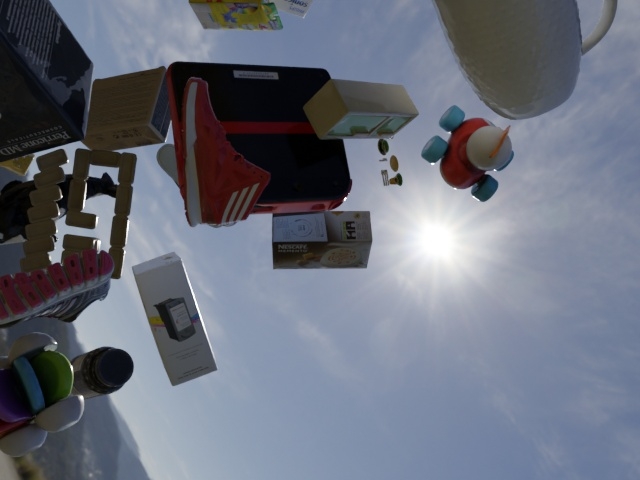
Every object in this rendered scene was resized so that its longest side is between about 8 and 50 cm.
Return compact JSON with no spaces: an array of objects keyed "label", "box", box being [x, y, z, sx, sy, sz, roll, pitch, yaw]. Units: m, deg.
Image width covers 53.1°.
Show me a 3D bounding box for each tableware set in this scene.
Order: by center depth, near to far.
[{"label":"tableware set","box":[0.195,-0.224,1.766,0.024,0.104,0.154,-8,-88,35]}]

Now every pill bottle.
[{"label":"pill bottle","box":[-0.571,0.341,1.660,0.219,0.123,0.123,-22,-86,47]}]

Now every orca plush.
[{"label":"orca plush","box":[-0.540,-0.073,1.264,0.102,0.287,0.151,134,-57,-66]}]

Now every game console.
[{"label":"game console","box":[-0.126,-0.225,1.400,0.060,0.386,0.342,141,-59,-61]}]

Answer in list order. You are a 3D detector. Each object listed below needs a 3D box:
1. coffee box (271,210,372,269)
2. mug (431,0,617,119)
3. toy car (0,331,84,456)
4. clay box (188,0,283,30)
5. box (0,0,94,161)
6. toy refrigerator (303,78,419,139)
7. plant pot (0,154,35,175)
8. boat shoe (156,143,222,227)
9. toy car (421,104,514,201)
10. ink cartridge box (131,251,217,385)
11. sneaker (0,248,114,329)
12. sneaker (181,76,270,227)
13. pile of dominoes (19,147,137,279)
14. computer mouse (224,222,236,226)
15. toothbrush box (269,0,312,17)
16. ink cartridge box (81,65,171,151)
[{"label":"coffee box","box":[0.000,0.000,1.628,0.141,0.246,0.098,96,-7,-56]},{"label":"mug","box":[0.466,-0.468,1.393,0.328,0.374,0.276,60,4,-27]},{"label":"toy car","box":[-0.470,0.239,0.982,0.159,0.182,0.136,60,13,14]},{"label":"clay box","box":[-0.211,-0.595,1.648,0.127,0.222,0.053,60,35,-75]},{"label":"box","box":[-0.605,-0.326,1.034,0.395,0.293,0.212,65,14,-55]},{"label":"toy refrigerator","box":[0.098,-0.286,1.432,0.102,0.269,0.094,-38,-107,38]},{"label":"plant pot","box":[-0.890,-0.238,1.887,0.083,0.081,0.081,18,-10,47]},{"label":"boat shoe","box":[-0.315,-0.136,1.621,0.254,0.095,0.079,45,6,8]},{"label":"toy car","box":[0.427,-0.247,1.656,0.219,0.210,0.238,36,-19,-12]},{"label":"ink cartridge box","box":[-0.393,0.202,1.706,0.226,0.131,0.306,-169,-120,-71]},{"label":"sneaker","box":[-0.326,0.072,0.762,0.063,0.170,0.075,50,-30,30]},{"label":"sneaker","box":[-0.140,-0.131,0.960,0.087,0.128,0.221,-156,-115,-81]},{"label":"pile of dominoes","box":[-0.445,-0.046,1.194,0.040,0.196,0.251,16,82,-84]},{"label":"computer mouse","box":[-0.225,-0.122,1.768,0.106,0.193,0.042,20,-28,10]},{"label":"toothbrush box","box":[-0.083,-0.792,1.771,0.122,0.206,0.283,56,-51,32]},{"label":"ink cartridge box","box":[-0.503,-0.340,1.681,0.234,0.193,0.088,-4,-29,22]}]
